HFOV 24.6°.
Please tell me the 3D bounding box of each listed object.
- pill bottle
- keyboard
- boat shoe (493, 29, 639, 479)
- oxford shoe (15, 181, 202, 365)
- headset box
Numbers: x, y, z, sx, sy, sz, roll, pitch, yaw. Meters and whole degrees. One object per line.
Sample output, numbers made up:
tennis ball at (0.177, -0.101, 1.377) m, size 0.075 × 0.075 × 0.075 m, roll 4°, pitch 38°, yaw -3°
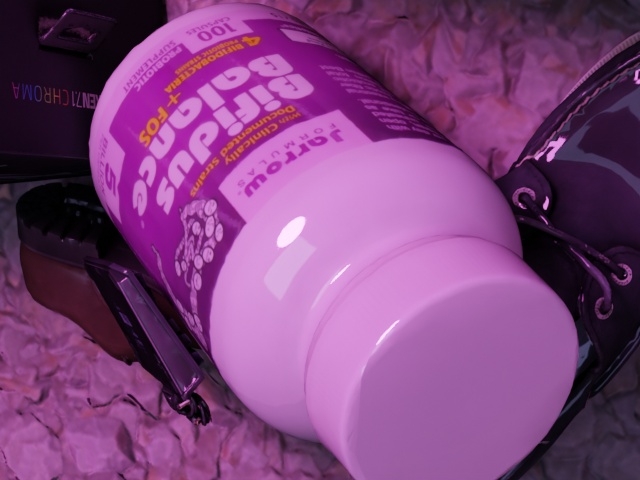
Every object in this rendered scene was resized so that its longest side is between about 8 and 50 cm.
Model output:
pill bottle at (0.000, 0.000, 0.771) m, size 0.301 × 0.169 × 0.169 m, roll 46°, pitch 120°, yaw 51°
keyboard at (-0.094, 0.055, 0.827) m, size 0.023 × 0.180 × 0.108 m, roll -30°, pitch 97°, yaw -11°
boat shoe at (0.123, 0.030, 0.829) m, size 0.127 × 0.113 × 0.340 m, roll 41°, pitch 112°, yaw 12°
oxford shoe at (-0.094, 0.042, 0.954) m, size 0.227 × 0.083 × 0.096 m, roll 22°, pitch 125°, yaw 20°
headset box at (-0.256, -0.101, 0.887) m, size 0.283 × 0.246 × 0.131 m, roll -3°, pitch 89°, yaw 25°
